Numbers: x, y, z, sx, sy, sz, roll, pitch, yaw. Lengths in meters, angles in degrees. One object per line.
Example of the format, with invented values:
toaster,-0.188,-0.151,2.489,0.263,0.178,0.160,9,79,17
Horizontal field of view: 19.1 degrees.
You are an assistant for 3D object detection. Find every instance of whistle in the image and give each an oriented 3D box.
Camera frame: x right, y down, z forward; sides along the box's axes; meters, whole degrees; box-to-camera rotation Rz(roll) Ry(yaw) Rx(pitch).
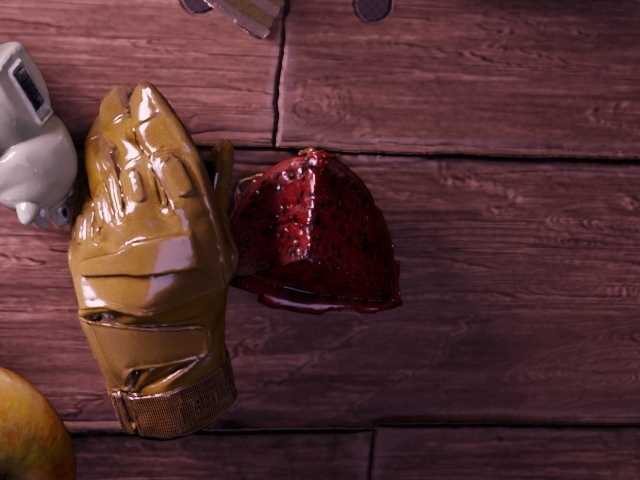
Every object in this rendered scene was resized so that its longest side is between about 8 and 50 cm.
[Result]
whistle,-0.290,-0.116,1.684,0.106,0.102,0.253,-29,113,-2

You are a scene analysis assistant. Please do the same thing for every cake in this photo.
cake,-0.085,-0.234,1.742,0.121,0.065,0.052,32,96,-43

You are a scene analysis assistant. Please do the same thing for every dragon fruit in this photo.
dragon fruit,-0.002,0.000,1.810,0.161,0.120,0.127,28,66,-39

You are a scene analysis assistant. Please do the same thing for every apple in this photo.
apple,-0.319,0.195,1.741,0.182,0.155,0.182,-12,113,-29

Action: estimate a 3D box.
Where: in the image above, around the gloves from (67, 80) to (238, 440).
gloves,-0.149,0.020,1.727,0.154,0.141,0.331,-1,112,10
